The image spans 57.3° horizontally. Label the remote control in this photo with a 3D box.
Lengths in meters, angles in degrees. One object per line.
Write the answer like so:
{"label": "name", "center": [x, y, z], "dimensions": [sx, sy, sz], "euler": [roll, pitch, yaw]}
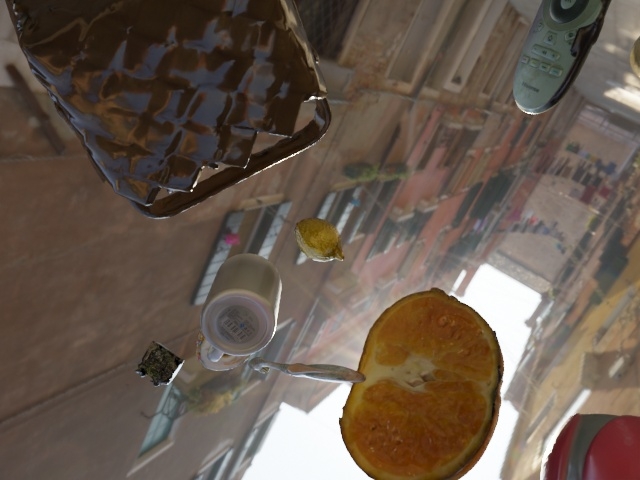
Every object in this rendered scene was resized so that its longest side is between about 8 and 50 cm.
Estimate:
{"label": "remote control", "center": [0.316, -0.281, 0.730], "dimensions": [0.045, 0.256, 0.097], "euler": [1, -147, -31]}

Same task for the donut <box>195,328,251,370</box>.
{"label": "donut", "center": [-0.254, 0.270, 1.564], "dimensions": [0.175, 0.174, 0.068], "euler": [12, -160, -33]}

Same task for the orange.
{"label": "orange", "center": [0.174, 0.259, 0.986], "dimensions": [0.274, 0.274, 0.310], "euler": [29, -144, 10]}

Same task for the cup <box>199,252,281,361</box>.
{"label": "cup", "center": [-0.107, 0.102, 0.809], "dimensions": [0.099, 0.135, 0.133], "euler": [2, -161, -2]}

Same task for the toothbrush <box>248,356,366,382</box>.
{"label": "toothbrush", "center": [-0.038, 0.238, 1.076], "dimensions": [0.037, 0.028, 0.375], "euler": [39, 153, -23]}

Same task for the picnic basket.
{"label": "picnic basket", "center": [-0.138, -0.173, 0.585], "dimensions": [0.291, 0.254, 0.321], "euler": [58, 176, 38]}

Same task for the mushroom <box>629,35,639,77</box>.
{"label": "mushroom", "center": [0.645, -0.343, 1.044], "dimensions": [0.127, 0.166, 0.166], "euler": [57, -157, -2]}

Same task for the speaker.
{"label": "speaker", "center": [0.459, 0.348, 0.791], "dimensions": [0.295, 0.294, 0.294], "euler": [22, -159, -9]}

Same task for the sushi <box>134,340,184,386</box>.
{"label": "sushi", "center": [-0.374, 0.292, 1.360], "dimensions": [0.083, 0.084, 0.056], "euler": [31, 168, 4]}

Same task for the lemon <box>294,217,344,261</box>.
{"label": "lemon", "center": [0.000, 0.000, 0.911], "dimensions": [0.092, 0.065, 0.065], "euler": [35, -159, -2]}
